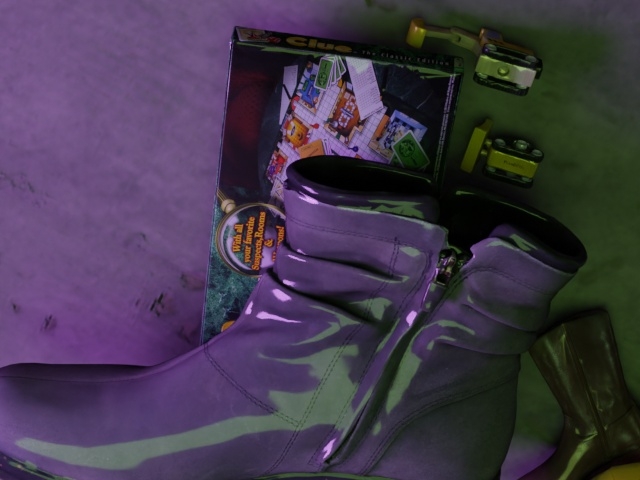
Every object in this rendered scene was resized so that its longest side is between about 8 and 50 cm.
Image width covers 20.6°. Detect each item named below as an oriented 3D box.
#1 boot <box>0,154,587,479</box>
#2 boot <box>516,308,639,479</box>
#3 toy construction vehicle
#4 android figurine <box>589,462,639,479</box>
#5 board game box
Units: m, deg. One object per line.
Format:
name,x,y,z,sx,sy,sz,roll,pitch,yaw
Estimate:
boot,-0.031,0.048,1.027,0.338,0.118,0.223,5,119,-12
boot,0.148,0.105,1.115,0.106,0.037,0.114,-26,113,-1
toy construction vehicle,0.091,-0.084,1.044,0.098,0.035,0.086,15,124,-1
android figurine,0.261,0.210,1.131,0.273,0.056,0.248,-10,118,0
board game box,0.000,0.000,1.065,0.136,0.030,0.259,7,121,-3
